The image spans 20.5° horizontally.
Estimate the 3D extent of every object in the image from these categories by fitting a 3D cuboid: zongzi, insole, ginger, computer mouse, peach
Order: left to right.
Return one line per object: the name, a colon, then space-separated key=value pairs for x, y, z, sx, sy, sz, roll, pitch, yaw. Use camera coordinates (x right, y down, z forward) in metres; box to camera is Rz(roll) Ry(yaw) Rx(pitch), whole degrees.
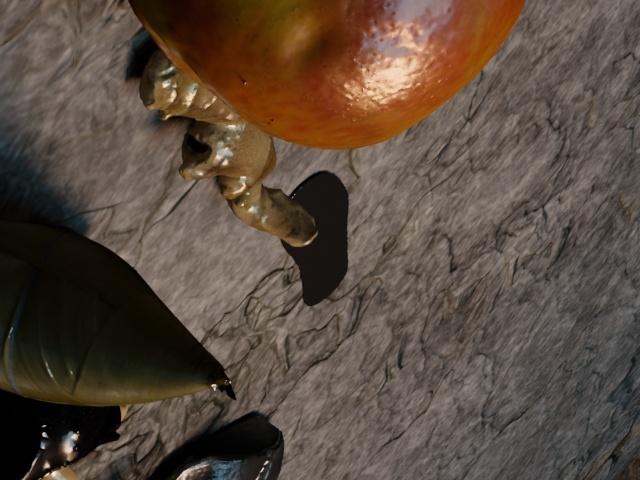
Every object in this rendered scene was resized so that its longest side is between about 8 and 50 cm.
zongzi: x=-0.127 y=0.060 z=1.172 sx=0.228 sy=0.256 sz=0.115 roll=18 pitch=86 yaw=-68
computer mouse: x=-0.093 y=0.238 z=1.753 sx=0.192 sy=0.062 sz=0.106 roll=-18 pitch=145 yaw=-54
ginger: x=-0.065 y=-0.064 z=1.306 sx=0.089 sy=0.075 sz=0.288 roll=-66 pitch=158 yaw=-18
insole: x=0.000 y=0.000 z=1.617 sx=0.080 sy=0.003 sz=0.232 roll=-43 pitch=157 yaw=-14
peach: x=0.017 y=-0.189 z=1.037 sx=0.281 sy=0.238 sz=0.281 roll=-21 pitch=129 yaw=-28

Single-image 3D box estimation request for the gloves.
gloves: x=-0.221 y=0.154 z=1.316 sx=0.164 sy=0.124 sz=0.203 roll=-29 pitch=176 yaw=-4
